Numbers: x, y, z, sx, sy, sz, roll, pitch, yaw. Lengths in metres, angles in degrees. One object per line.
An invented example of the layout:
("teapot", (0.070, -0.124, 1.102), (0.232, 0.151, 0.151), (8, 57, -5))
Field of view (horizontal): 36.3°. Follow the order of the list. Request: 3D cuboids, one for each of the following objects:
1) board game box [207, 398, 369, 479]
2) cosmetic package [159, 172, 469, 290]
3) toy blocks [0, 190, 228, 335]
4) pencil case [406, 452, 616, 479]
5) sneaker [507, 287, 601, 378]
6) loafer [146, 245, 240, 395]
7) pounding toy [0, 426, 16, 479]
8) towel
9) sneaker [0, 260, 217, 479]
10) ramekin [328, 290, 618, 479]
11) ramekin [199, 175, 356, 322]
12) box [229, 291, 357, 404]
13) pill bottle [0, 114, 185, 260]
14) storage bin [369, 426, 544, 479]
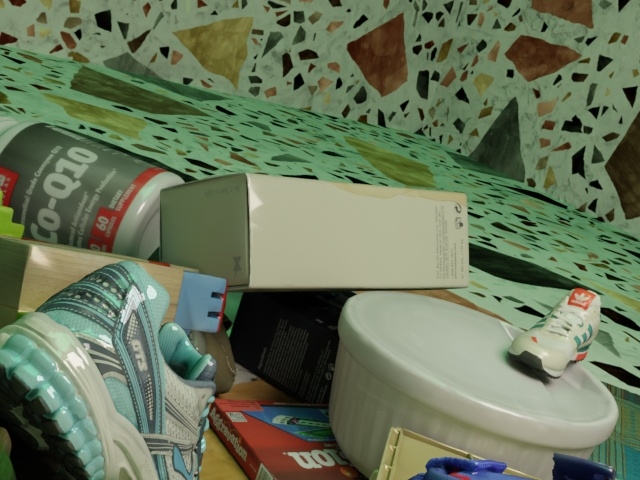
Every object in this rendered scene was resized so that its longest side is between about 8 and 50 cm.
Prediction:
("board game box", (0.042, 0.207, 0.963), (0.281, 0.027, 0.145), (8, 19, -34))
("cosmetic package", (0.000, 0.000, 1.041), (0.309, 0.113, 0.160), (3, -6, -42))
("toy blocks", (-0.231, 0.054, 0.887), (0.381, 0.190, 0.261), (8, -3, 44))
("pencil case", (0.040, 0.225, 0.357), (0.119, 0.306, 0.133), (23, -3, -43))
("sneaker", (0.232, 0.082, 0.942), (0.057, 0.075, 0.161), (27, 16, 27))
("loafer", (-0.153, 0.092, 1.063), (0.087, 0.094, 0.251), (38, 13, -32))
("pounding toy", (-0.259, 0.184, 0.599), (0.154, 0.154, 0.269), (-18, 17, -17))
("towel", (0.329, 0.233, 1.197), (0.271, 0.040, 0.370), (22, 14, 13))
("sneaker", (-0.107, 0.127, 0.629), (0.110, 0.283, 0.122), (29, 59, 29))
("ramekin", (0.133, 0.161, 0.934), (0.273, 0.127, 0.273), (17, 14, -5))
("ramekin", (-0.069, 0.013, 1.328), (0.277, 0.135, 0.277), (17, 14, -4))
("box", (0.005, 0.116, 1.121), (0.158, 0.093, 0.156), (26, 16, 33))
("pill bottle", (-0.322, -0.053, 1.213), (0.283, 0.161, 0.161), (21, 15, 13))
("storage bin", (0.140, 0.263, 0.684), (0.262, 0.123, 0.260), (19, 14, 6))
